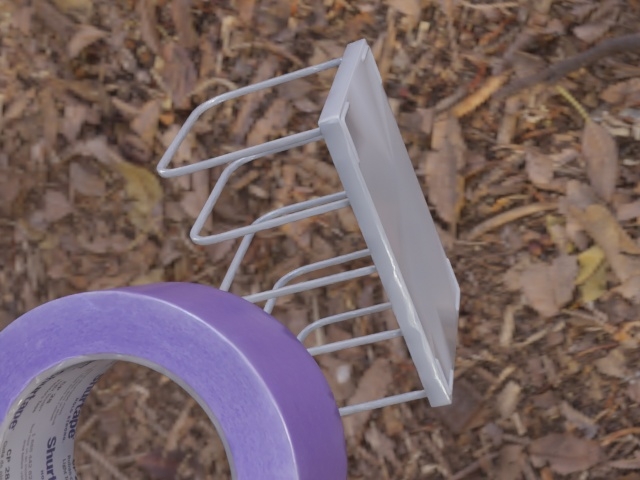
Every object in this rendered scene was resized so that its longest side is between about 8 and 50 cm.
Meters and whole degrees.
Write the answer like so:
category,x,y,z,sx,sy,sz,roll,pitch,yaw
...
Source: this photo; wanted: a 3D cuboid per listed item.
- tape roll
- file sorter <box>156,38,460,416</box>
category,x,y,z,sx,sy,sz,roll,pitch,yaw
tape roll,-0.087,0.116,0.610,0.189,0.080,0.189,0,91,17
file sorter,0.000,0.000,1.093,0.173,0.193,0.278,-16,114,17
